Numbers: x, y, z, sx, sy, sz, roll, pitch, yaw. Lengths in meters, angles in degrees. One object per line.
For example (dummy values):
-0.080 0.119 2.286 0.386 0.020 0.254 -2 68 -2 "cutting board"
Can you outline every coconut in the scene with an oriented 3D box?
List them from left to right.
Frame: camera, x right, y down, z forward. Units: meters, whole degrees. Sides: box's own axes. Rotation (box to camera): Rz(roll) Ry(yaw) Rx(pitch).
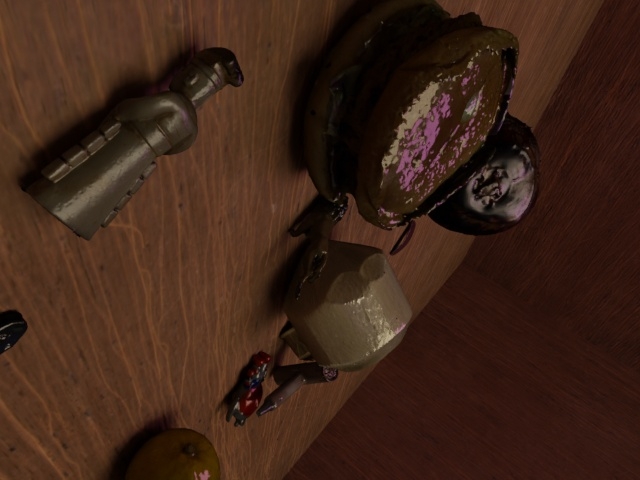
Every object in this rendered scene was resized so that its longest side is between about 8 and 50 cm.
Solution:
0.044 0.118 0.999 0.238 0.265 0.237 -24 -171 4 "coconut"

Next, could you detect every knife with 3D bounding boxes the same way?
-0.324 0.117 0.461 0.121 0.018 0.031 -50 158 -8 "knife"

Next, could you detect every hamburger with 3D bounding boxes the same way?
0.133 -0.188 0.707 0.318 0.195 0.276 -32 142 -22 "hamburger"

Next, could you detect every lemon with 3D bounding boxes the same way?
-0.262 0.426 0.877 0.170 0.170 0.207 -29 153 -50 "lemon"

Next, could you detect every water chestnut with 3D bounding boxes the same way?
0.408 -0.184 1.328 0.350 0.351 0.302 -58 -158 8 "water chestnut"

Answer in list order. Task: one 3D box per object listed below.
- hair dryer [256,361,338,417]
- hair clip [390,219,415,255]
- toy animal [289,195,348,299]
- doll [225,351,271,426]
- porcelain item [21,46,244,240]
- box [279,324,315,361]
-0.093 0.359 1.173 0.195 0.053 0.220 -21 -175 45 "hair dryer"
0.275 -0.004 1.619 0.137 0.022 0.054 -56 157 3 "hair clip"
-0.015 0.002 0.882 0.069 0.086 0.219 40 61 -49 "toy animal"
-0.163 0.346 1.128 0.104 0.062 0.194 -48 159 -74 "doll"
-0.157 -0.098 0.446 0.213 0.054 0.084 -49 162 -14 "porcelain item"
-0.025 0.235 1.221 0.111 0.111 0.177 -55 156 -1 "box"
